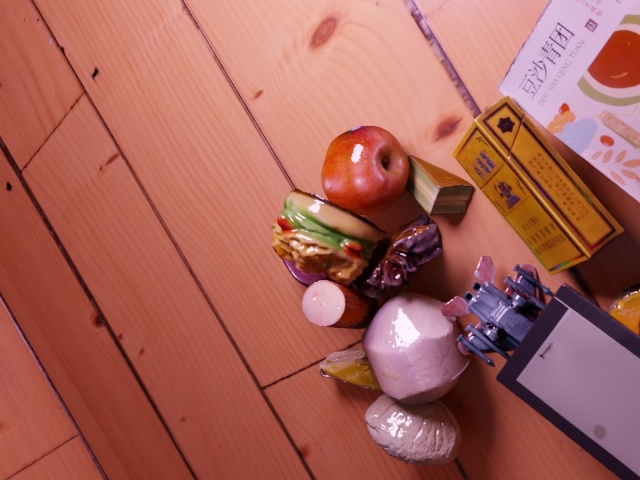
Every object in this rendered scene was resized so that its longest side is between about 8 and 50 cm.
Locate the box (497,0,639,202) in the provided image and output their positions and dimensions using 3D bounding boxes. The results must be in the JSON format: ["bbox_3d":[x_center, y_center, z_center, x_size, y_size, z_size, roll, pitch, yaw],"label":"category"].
[{"bbox_3d":[0.516,-0.256,1.140,0.385,0.122,0.344,44,143,15],"label":"box"}]

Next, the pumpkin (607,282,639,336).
[{"bbox_3d":[0.622,0.216,1.296,0.317,0.139,0.222,51,128,8],"label":"pumpkin"}]

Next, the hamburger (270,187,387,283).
[{"bbox_3d":[0.000,0.000,1.534,0.237,0.237,0.148,24,88,28],"label":"hamburger"}]

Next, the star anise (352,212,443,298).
[{"bbox_3d":[0.165,0.040,1.554,0.099,0.214,0.220,47,173,-10],"label":"star anise"}]

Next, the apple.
[{"bbox_3d":[0.087,-0.140,1.540,0.199,0.199,0.199,15,117,32],"label":"apple"}]

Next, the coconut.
[{"bbox_3d":[0.196,0.215,1.582,0.224,0.224,0.234,-23,95,41],"label":"coconut"}]

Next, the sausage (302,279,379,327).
[{"bbox_3d":[0.059,0.144,1.602,0.093,0.312,0.092,-3,80,20],"label":"sausage"}]

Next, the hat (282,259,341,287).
[{"bbox_3d":[-0.004,0.016,1.724,0.205,0.089,0.205,12,109,36],"label":"hat"}]

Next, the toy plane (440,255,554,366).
[{"bbox_3d":[0.404,0.182,1.456,0.326,0.104,0.223,40,96,20],"label":"toy plane"}]

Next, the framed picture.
[{"bbox_3d":[0.504,0.269,1.312,0.347,0.016,0.265,38,129,21],"label":"framed picture"}]

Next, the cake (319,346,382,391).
[{"bbox_3d":[0.096,0.314,1.796,0.185,0.079,0.116,-25,105,31],"label":"cake"}]

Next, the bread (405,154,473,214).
[{"bbox_3d":[0.235,-0.116,1.537,0.139,0.084,0.074,-126,40,-49],"label":"bread"}]

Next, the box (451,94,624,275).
[{"bbox_3d":[0.374,-0.091,1.330,0.301,0.084,0.193,52,170,8],"label":"box"}]

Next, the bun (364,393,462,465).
[{"bbox_3d":[0.206,0.397,1.649,0.220,0.220,0.134,20,102,30],"label":"bun"}]
